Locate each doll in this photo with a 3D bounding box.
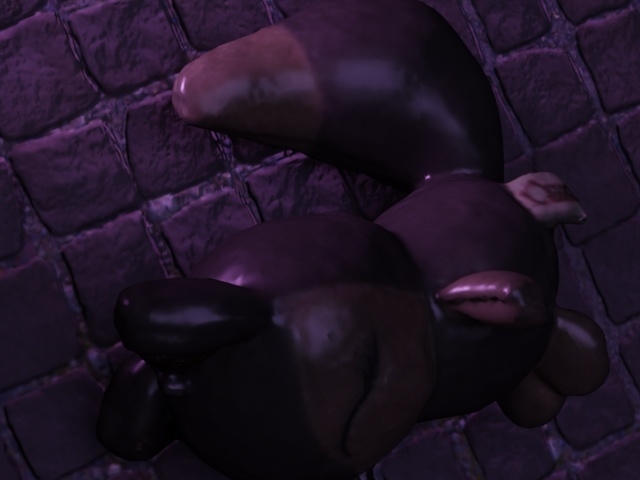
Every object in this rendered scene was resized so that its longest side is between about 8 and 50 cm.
[{"bbox_3d":[-0.013,0.017,1.371,0.382,0.252,0.379,-7,53,-27],"label":"doll"}]
